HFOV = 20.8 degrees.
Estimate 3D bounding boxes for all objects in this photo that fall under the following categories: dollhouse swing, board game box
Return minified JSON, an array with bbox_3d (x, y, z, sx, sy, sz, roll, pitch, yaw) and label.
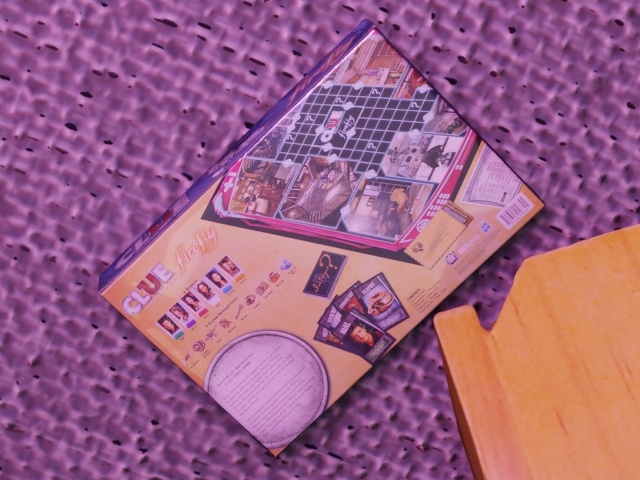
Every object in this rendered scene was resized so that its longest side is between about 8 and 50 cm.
[{"bbox_3d":[0.290,0.177,1.197,0.347,0.305,0.315,-17,65,-1],"label":"dollhouse swing"},{"bbox_3d":[0.000,0.000,1.126,0.243,0.042,0.165,-43,105,6],"label":"board game box"}]
